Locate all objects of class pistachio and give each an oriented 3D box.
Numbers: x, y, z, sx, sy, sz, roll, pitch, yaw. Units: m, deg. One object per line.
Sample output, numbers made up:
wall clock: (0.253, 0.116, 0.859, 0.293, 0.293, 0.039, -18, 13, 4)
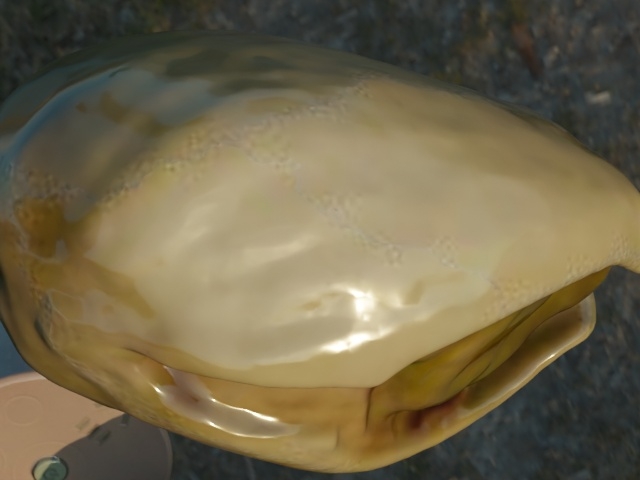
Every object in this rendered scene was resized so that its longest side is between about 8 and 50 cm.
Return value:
pistachio: (0.000, 0.000, 0.570, 0.238, 0.138, 0.153, 11, 57, -23)

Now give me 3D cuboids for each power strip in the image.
power strip: (-0.165, 0.114, 1.049, 0.154, 0.154, 0.078, -23, 37, 7)
